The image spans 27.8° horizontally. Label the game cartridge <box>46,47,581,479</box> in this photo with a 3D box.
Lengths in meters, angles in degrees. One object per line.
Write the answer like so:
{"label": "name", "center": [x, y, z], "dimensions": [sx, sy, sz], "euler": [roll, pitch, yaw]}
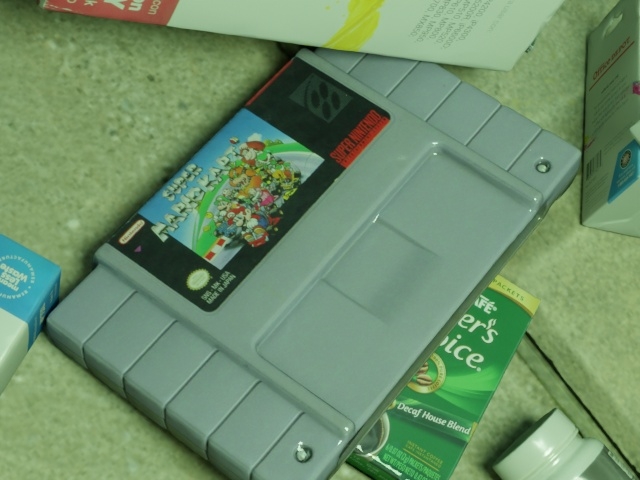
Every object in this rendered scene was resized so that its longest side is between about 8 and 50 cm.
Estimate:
{"label": "game cartridge", "center": [0.000, 0.000, 0.939], "dimensions": [0.230, 0.068, 0.355], "euler": [35, 64, 14]}

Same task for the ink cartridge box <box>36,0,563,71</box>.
{"label": "ink cartridge box", "center": [-0.013, -0.293, 0.962], "dimensions": [0.385, 0.160, 0.279], "euler": [4, 55, -25]}

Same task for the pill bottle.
{"label": "pill bottle", "center": [0.193, 0.191, 0.928], "dimensions": [0.078, 0.078, 0.137], "euler": [-40, 82, -24]}

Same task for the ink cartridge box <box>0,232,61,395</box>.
{"label": "ink cartridge box", "center": [-0.285, 0.090, 0.847], "dimensions": [0.134, 0.078, 0.231], "euler": [29, 65, -2]}

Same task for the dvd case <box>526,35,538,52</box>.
{"label": "dvd case", "center": [0.144, -0.223, 1.118], "dimensions": [0.119, 0.013, 0.087], "euler": [29, 65, -3]}

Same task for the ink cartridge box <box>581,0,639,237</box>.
{"label": "ink cartridge box", "center": [0.262, -0.106, 1.049], "dimensions": [0.062, 0.104, 0.181], "euler": [11, 67, -11]}

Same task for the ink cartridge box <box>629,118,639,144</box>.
{"label": "ink cartridge box", "center": [0.302, -0.109, 0.953], "dimensions": [0.122, 0.088, 0.052], "euler": [-36, 84, -27]}

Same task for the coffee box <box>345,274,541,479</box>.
{"label": "coffee box", "center": [0.075, 0.091, 0.958], "dimensions": [0.113, 0.040, 0.184], "euler": [33, 64, 2]}
